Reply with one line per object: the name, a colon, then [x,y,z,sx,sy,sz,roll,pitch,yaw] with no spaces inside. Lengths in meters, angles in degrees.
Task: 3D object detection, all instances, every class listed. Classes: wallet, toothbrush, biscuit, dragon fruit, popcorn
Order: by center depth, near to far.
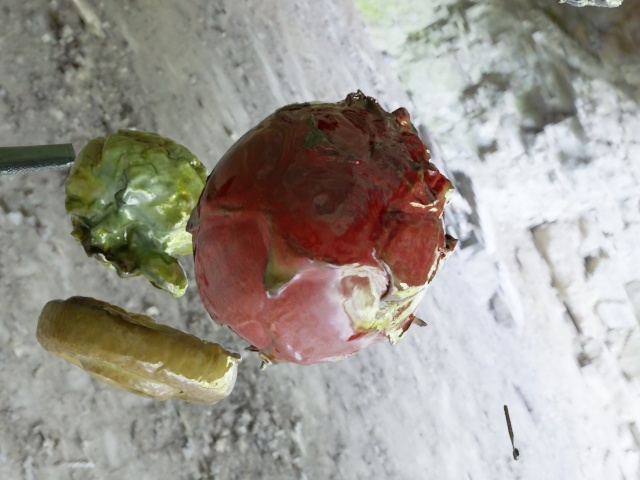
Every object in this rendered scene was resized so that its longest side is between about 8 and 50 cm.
dragon fruit: [0.002,-0.009,0.860,0.241,0.252,0.240,24,59,-46]
toothbrush: [0.225,0.225,1.154,0.006,0.008,0.097,14,28,-7]
popcorn: [-0.216,-0.031,1.195,0.198,0.198,0.212,32,50,-62]
biscuit: [-0.261,0.164,1.390,0.296,0.296,0.101,38,64,-57]
wallet: [-0.451,-0.127,1.544,0.088,0.129,0.026,-128,-144,-60]

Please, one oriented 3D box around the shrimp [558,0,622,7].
shrimp: [0.318,-0.322,1.213,0.165,0.065,0.056,3,99,-47]
